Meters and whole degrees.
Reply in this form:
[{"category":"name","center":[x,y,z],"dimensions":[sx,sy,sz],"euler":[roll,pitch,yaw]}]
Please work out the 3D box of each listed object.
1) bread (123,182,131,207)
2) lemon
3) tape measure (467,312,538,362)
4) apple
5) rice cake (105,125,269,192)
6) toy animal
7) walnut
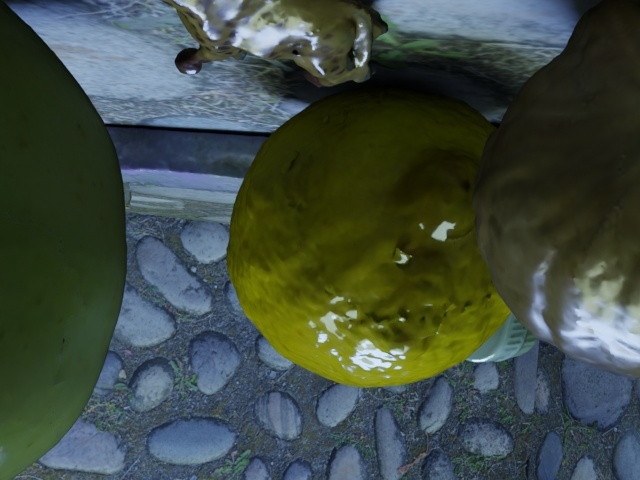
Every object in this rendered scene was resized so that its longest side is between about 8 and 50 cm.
[{"category":"bread","center":[-0.350,-0.086,1.469],"dimensions":[0.070,0.083,0.077],"euler":[-7,175,31]},{"category":"lemon","center":[0.048,-0.003,0.749],"dimensions":[0.245,0.245,0.320],"euler":[6,169,-13]},{"category":"tape measure","center":[0.147,-0.014,0.920],"dimensions":[0.207,0.235,0.115],"euler":[21,-168,40]},{"category":"apple","center":[-0.290,0.003,0.500],"dimensions":[0.357,0.357,0.357],"euler":[5,177,0]},{"category":"rice cake","center":[-0.099,-0.092,1.064],"dimensions":[0.399,0.064,0.070],"euler":[5,168,14]},{"category":"toy animal","center":[-0.061,-0.120,0.456],"dimensions":[0.149,0.054,0.275],"euler":[7,-179,27]},{"category":"walnut","center":[0.188,-0.026,0.468],"dimensions":[0.228,0.228,0.228],"euler":[5,177,0]}]
